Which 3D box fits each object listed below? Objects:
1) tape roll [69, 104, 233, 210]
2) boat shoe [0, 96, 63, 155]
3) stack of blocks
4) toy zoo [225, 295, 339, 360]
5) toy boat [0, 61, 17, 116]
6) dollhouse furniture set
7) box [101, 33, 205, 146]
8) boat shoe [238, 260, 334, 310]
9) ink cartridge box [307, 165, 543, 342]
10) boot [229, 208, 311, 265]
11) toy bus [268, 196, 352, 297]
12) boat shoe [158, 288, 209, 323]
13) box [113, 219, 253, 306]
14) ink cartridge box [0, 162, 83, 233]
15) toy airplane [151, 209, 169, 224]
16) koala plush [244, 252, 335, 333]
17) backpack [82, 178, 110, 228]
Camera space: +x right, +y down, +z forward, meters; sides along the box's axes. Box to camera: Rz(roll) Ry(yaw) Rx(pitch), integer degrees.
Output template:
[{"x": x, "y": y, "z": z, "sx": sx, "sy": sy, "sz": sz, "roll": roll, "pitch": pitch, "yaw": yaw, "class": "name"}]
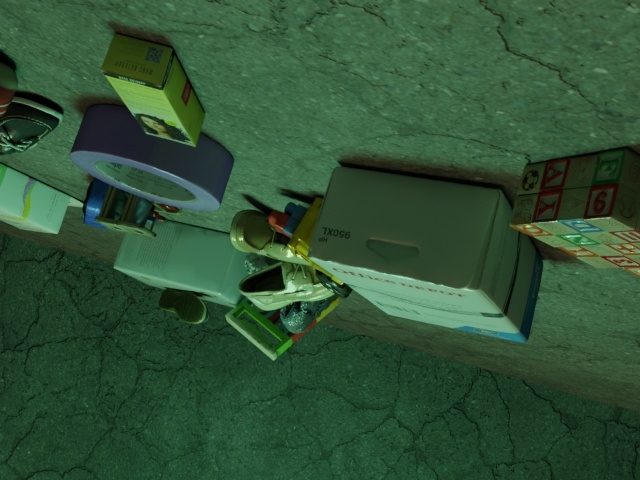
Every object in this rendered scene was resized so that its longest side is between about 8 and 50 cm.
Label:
[{"x": -0.298, "y": -0.141, "z": 1.460, "sx": 0.274, "sy": 0.090, "sz": 0.275, "roll": 16, "pitch": 167, "yaw": 4, "class": "tape roll"}, {"x": -0.579, "y": -0.205, "z": 1.545, "sx": 0.114, "sy": 0.091, "sz": 0.302, "roll": 25, "pitch": 166, "yaw": -35, "class": "boat shoe"}, {"x": 0.418, "y": -0.012, "z": 1.065, "sx": 0.297, "sy": 0.087, "sz": 0.171, "roll": 22, "pitch": 167, "yaw": -26, "class": "stack of blocks"}, {"x": -0.085, "y": 0.171, "z": 2.210, "sx": 0.192, "sy": 0.293, "sz": 0.030, "roll": 36, "pitch": 152, "yaw": 31, "class": "toy zoo"}, {"x": -0.583, "y": -0.224, "z": 1.320, "sx": 0.151, "sy": 0.151, "sz": 0.231, "roll": 21, "pitch": 168, "yaw": -23, "class": "toy boat"}, {"x": -0.377, "y": -0.063, "z": 1.829, "sx": 0.128, "sy": 0.129, "sz": 0.183, "roll": 10, "pitch": 166, "yaw": 28, "class": "dollhouse furniture set"}, {"x": -0.227, "y": -0.203, "z": 1.151, "sx": 0.087, "sy": 0.058, "sz": 0.232, "roll": 15, "pitch": 168, "yaw": 7, "class": "box"}, {"x": -0.053, "y": 0.083, "z": 1.925, "sx": 0.302, "sy": 0.109, "sz": 0.098, "roll": -19, "pitch": 147, "yaw": 27, "class": "boat shoe"}, {"x": 0.195, "y": 0.034, "z": 1.391, "sx": 0.285, "sy": 0.166, "sz": 0.395, "roll": 10, "pitch": 167, "yaw": 26, "class": "ink cartridge box"}, {"x": -0.054, "y": 0.004, "z": 1.757, "sx": 0.203, "sy": 0.095, "sz": 0.262, "roll": 11, "pitch": 174, "yaw": 30, "class": "boot"}, {"x": 0.000, "y": 0.000, "z": 1.611, "sx": 0.211, "sy": 0.149, "sz": 0.220, "roll": 29, "pitch": 172, "yaw": 6, "class": "toy bus"}, {"x": -0.360, "y": 0.181, "z": 2.249, "sx": 0.073, "sy": 0.080, "sz": 0.223, "roll": 20, "pitch": 174, "yaw": -41, "class": "boat shoe"}, {"x": -0.357, "y": 0.061, "z": 2.284, "sx": 0.345, "sy": 0.168, "sz": 0.215, "roll": 13, "pitch": 167, "yaw": 22, "class": "box"}, {"x": -0.847, "y": -0.113, "z": 2.274, "sx": 0.207, "sy": 0.119, "sz": 0.353, "roll": 6, "pitch": 164, "yaw": 40, "class": "ink cartridge box"}, {"x": -0.467, "y": -0.076, "z": 2.143, "sx": 0.151, "sy": 0.028, "sz": 0.151, "roll": 16, "pitch": 167, "yaw": 4, "class": "toy airplane"}, {"x": -0.085, "y": 0.104, "z": 2.106, "sx": 0.221, "sy": 0.203, "sz": 0.196, "roll": 35, "pitch": -170, "yaw": 17, "class": "koala plush"}, {"x": -0.522, "y": -0.093, "z": 1.990, "sx": 0.101, "sy": 0.098, "sz": 0.120, "roll": 9, "pitch": 157, "yaw": -9, "class": "backpack"}]
